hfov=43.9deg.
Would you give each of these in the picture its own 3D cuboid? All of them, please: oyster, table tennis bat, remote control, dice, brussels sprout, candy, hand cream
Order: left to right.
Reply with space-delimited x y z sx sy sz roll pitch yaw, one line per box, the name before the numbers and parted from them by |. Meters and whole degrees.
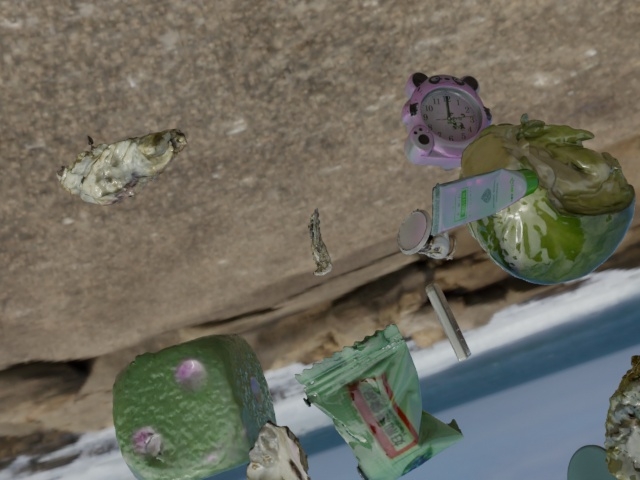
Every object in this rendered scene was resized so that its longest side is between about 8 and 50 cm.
oyster | -0.342 -0.118 1.368 0.201 0.107 0.354 -13 179 -25
dice | -0.306 0.422 1.960 0.330 0.318 0.322 -19 167 6
oyster | -0.060 0.455 1.466 0.083 0.214 0.223 -6 123 -46
oyster | -0.004 -0.001 2.423 0.061 0.200 0.106 -6 -171 -4
candy | 0.137 0.378 1.781 0.263 0.398 0.172 -32 -157 -1
remote control | 0.296 0.188 1.845 0.029 0.190 0.087 -26 171 14
hand cream | 0.281 -0.080 1.376 0.275 0.079 0.050 -17 178 -41
brussels sprout | 0.448 -0.071 1.646 0.371 0.276 0.315 25 131 -19
table tennis bat | 0.524 0.510 1.501 0.040 0.244 0.153 1 176 -27

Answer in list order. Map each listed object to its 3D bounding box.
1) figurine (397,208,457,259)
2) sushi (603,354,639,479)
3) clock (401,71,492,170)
figurine | 0.304 -0.004 2.164 0.153 0.132 0.132 22 144 -31
sushi | 0.678 0.318 1.293 0.240 0.396 0.351 -40 144 -38
clock | 0.310 -0.298 1.953 0.227 0.248 0.090 2 155 -10
